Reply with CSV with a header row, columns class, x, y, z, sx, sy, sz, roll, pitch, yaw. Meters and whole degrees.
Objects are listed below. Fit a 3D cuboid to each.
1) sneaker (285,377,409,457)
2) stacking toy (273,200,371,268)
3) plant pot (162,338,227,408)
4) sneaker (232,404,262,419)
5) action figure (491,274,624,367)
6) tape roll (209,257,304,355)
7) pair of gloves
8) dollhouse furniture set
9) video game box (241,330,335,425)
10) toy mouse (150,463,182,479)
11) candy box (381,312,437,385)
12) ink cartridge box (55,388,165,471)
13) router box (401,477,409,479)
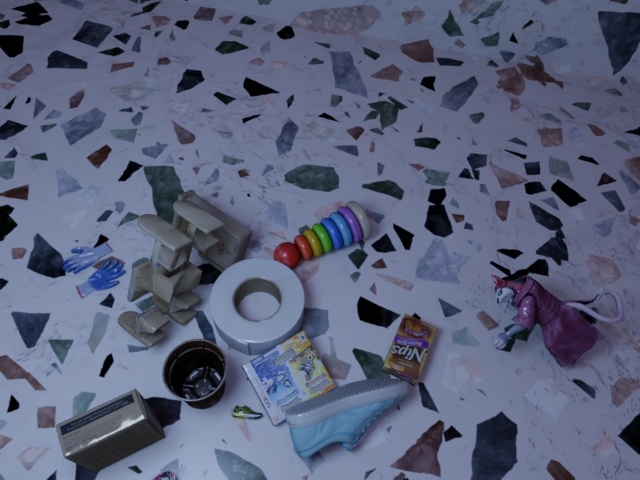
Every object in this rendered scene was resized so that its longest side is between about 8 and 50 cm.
class,x,y,z,sx,sy,sz,roll,pitch,yaw
sneaker,0.085,0.483,1.403,0.365,0.135,0.150,-12,91,-18
stacking toy,0.000,0.000,1.692,0.330,0.141,0.141,-28,63,-13
plant pot,-0.330,0.377,1.396,0.166,0.165,0.167,2,57,-3
sneaker,-0.202,0.474,1.422,0.083,0.031,0.035,5,57,-1
action figure,0.659,0.205,1.502,0.370,0.276,0.248,36,39,-13
tape roll,-0.190,0.198,1.559,0.286,0.100,0.286,2,57,-3
pair of gloves,-0.727,0.085,1.641,0.159,0.023,0.198,-31,65,-22
dollhouse furniture set,-0.430,0.032,1.511,0.256,0.362,0.394,32,33,15
video game box,-0.090,0.386,1.453,0.205,0.048,0.187,-28,81,-19
toy mouse,-0.407,0.645,1.298,0.143,0.031,0.161,10,57,2
candy box,0.267,0.324,1.538,0.109,0.053,0.187,23,60,10
ink cartridge box,-0.512,0.476,1.278,0.193,0.235,0.088,-23,63,-18
router box,0.158,0.646,1.248,0.133,0.179,0.046,-31,66,-21
